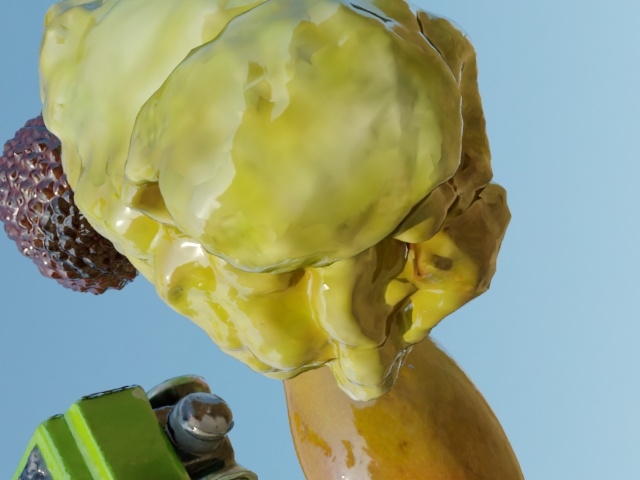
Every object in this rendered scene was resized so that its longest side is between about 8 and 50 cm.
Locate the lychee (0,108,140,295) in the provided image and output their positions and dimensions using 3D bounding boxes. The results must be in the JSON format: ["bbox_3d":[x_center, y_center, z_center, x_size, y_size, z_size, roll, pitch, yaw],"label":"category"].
[{"bbox_3d":[-0.312,-0.058,1.710,0.264,0.300,0.264,-53,-15,-20],"label":"lychee"}]

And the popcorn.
[{"bbox_3d":[-0.012,-0.035,0.569,0.173,0.286,0.225,-40,-56,-3],"label":"popcorn"}]

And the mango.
[{"bbox_3d":[0.041,0.122,0.853,0.138,0.253,0.113,-25,-25,-23],"label":"mango"}]

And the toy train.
[{"bbox_3d":[-0.225,0.285,1.397,0.249,0.173,0.307,-8,-35,-38],"label":"toy train"}]
